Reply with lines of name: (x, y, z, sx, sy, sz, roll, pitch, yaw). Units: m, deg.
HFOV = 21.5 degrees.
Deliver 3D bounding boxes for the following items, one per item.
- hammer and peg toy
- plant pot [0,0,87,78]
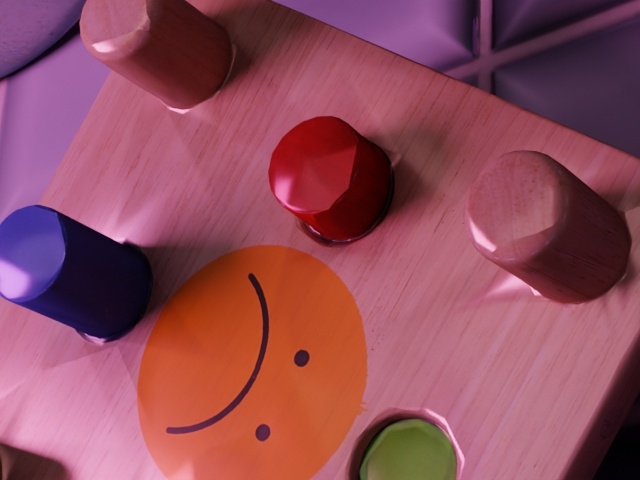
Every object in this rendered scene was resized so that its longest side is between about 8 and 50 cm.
hammer and peg toy: (0.000, 0.000, 0.607, 0.266, 0.127, 0.361, 27, 88, 35)
plant pot: (-0.243, -0.217, 0.907, 0.252, 0.247, 0.248, -55, 39, 38)
